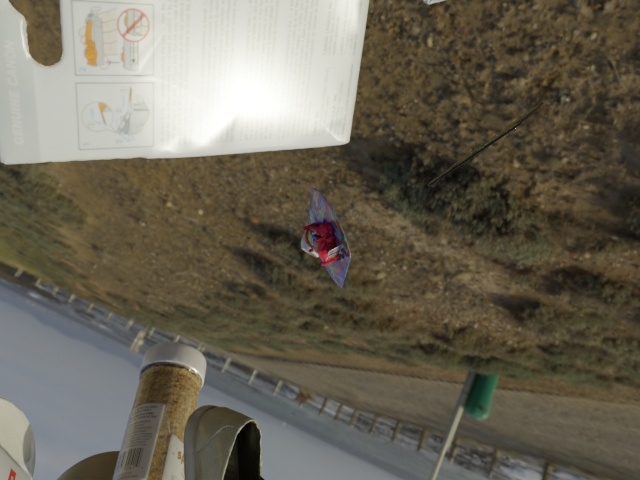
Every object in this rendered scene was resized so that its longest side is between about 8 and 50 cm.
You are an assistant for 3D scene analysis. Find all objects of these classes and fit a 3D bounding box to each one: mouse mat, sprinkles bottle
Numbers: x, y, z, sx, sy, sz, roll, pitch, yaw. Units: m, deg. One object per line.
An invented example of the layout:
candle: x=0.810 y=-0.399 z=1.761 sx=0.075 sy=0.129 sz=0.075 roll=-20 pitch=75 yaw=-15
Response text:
mouse mat: x=0.239 y=-0.139 z=0.881 sx=0.152 sy=0.189 sz=0.007 roll=-35 pitch=89 yaw=35
sprinkles bottle: x=-0.282 y=0.350 z=1.061 sx=0.121 sy=0.356 sz=0.121 roll=1 pitch=134 yaw=1

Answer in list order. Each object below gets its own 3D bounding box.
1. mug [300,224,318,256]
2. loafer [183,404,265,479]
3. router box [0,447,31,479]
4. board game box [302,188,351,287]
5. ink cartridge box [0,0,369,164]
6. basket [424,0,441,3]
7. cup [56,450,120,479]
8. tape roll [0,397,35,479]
mug: x=0.001 y=-0.001 z=1.134 sx=0.078 sy=0.064 sz=0.062 roll=39 pitch=168 yaw=-33
loafer: x=-0.111 y=0.338 z=0.759 sx=0.092 sy=0.269 sz=0.102 roll=-18 pitch=165 yaw=32
router box: x=-0.371 y=0.461 z=0.717 sx=0.335 sy=0.082 sz=0.301 roll=-113 pitch=1 yaw=-59
board game box: x=-0.003 y=0.002 z=0.969 sx=0.133 sy=0.033 sz=0.169 roll=62 pitch=162 yaw=23
ink cartridge box: x=-0.126 y=-0.242 z=0.614 sx=0.384 sy=0.308 sz=0.091 roll=-9 pitch=-149 yaw=-30
basket: x=0.180 y=-0.452 z=0.889 sx=0.113 sy=0.103 sz=0.167 roll=-7 pitch=140 yaw=29
cup: x=-0.425 y=0.610 z=1.199 sx=0.331 sy=0.331 sz=0.237 roll=27 pitch=174 yaw=-4
tape roll: x=-0.559 y=0.352 z=0.883 sx=0.100 sy=0.286 sz=0.286 roll=9 pitch=158 yaw=23
